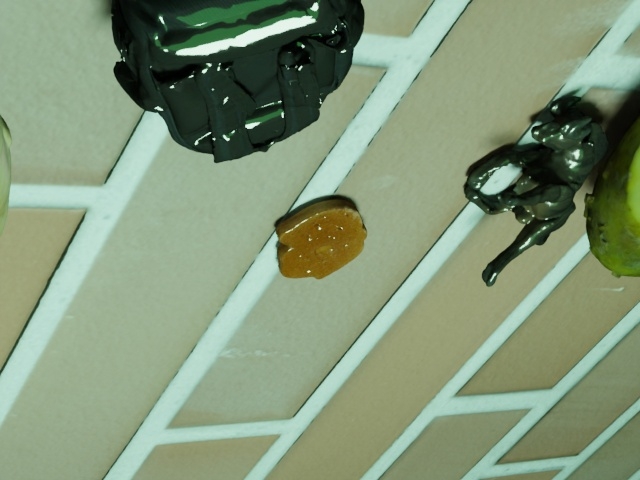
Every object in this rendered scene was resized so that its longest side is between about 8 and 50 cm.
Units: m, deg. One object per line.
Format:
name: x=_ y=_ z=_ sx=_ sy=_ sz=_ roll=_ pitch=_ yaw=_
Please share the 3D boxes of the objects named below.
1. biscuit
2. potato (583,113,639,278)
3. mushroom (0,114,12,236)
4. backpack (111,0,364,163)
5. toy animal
biscuit: x=0.000 y=0.000 z=1.496 sx=0.102 sy=0.019 sz=0.130 roll=-22 pitch=149 yaw=-5
potato: x=0.375 y=-0.077 z=1.504 sx=0.141 sy=0.176 sz=0.298 roll=24 pitch=132 yaw=2
mushroom: x=-0.352 y=0.016 z=0.977 sx=0.314 sy=0.336 sz=0.314 roll=-12 pitch=153 yaw=-6
backpack: x=-0.062 y=-0.154 z=1.127 sx=0.206 sy=0.133 sz=0.258 roll=-18 pitch=156 yaw=-4
toy animal: x=0.235 y=-0.048 z=1.524 sx=0.148 sy=0.084 sz=0.232 roll=-17 pitch=145 yaw=-14
